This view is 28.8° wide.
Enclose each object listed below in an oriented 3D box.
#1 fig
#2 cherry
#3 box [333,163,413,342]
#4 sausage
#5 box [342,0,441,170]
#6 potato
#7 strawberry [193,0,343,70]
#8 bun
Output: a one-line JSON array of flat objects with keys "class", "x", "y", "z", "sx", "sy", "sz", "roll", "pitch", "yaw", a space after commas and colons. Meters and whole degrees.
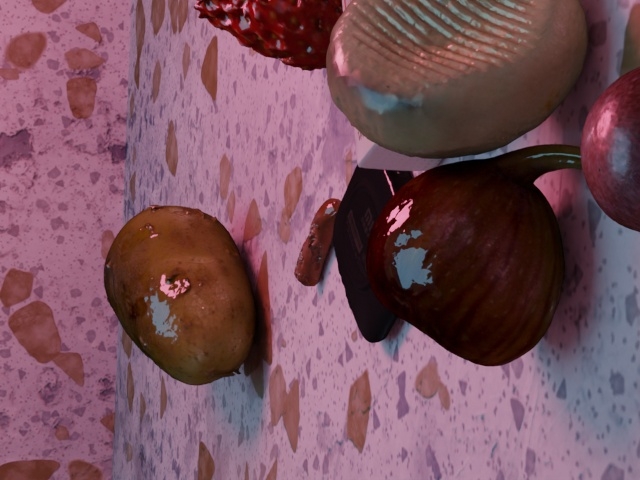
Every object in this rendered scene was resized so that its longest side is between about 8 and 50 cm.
[{"class": "fig", "x": 0.139, "y": -0.010, "z": 1.048, "sx": 0.207, "sy": 0.175, "sz": 0.175, "roll": -67, "pitch": 24, "yaw": 15}, {"class": "cherry", "x": 0.235, "y": -0.107, "z": 0.875, "sx": 0.107, "sy": 0.090, "sz": 0.226, "roll": 97, "pitch": -174, "yaw": -65}, {"class": "box", "x": 0.062, "y": 0.000, "z": 1.439, "sx": 0.201, "sy": 0.042, "sz": 0.213, "roll": 112, "pitch": 152, "yaw": -43}, {"class": "sausage", "x": 0.000, "y": 0.000, "z": 1.643, "sx": 0.036, "sy": 0.042, "sz": 0.158, "roll": -52, "pitch": -10, "yaw": -45}, {"class": "box", "x": 0.097, "y": -0.263, "z": 1.281, "sx": 0.210, "sy": 0.095, "sz": 0.330, "roll": 131, "pitch": 139, "yaw": -62}, {"class": "potato", "x": -0.220, "y": 0.084, "z": 2.029, "sx": 0.359, "sy": 0.219, "sz": 0.270, "roll": -143, "pitch": 47, "yaw": -60}, {"class": "strawberry", "x": -0.019, "y": -0.306, "z": 1.581, "sx": 0.178, "sy": 0.234, "sz": 0.234, "roll": 52, "pitch": 148, "yaw": 15}, {"class": "bun", "x": 0.118, "y": -0.150, "z": 1.062, "sx": 0.127, "sy": 0.222, "sz": 0.222, "roll": 56, "pitch": -163, "yaw": -50}]
